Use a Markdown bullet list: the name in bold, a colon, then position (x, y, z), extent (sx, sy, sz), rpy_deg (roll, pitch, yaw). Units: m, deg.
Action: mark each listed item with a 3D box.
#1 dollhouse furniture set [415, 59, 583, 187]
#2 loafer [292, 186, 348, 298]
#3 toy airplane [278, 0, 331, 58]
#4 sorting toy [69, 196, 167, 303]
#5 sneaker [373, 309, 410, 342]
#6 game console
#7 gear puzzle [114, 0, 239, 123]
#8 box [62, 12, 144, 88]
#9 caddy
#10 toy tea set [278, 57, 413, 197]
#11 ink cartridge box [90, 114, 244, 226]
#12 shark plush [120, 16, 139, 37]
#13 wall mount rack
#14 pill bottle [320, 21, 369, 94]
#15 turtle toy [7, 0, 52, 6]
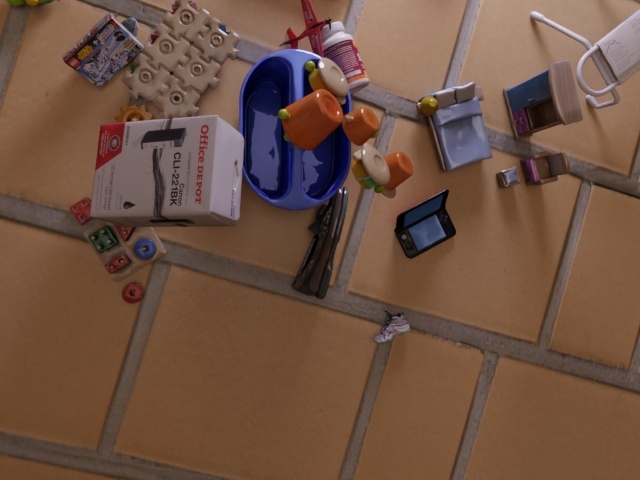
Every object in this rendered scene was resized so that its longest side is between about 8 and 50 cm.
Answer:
- **dollhouse furniture set**: position (0.410, -0.243, 1.156), extent (0.303, 0.198, 0.286), rpy_deg (-16, 94, -8)
- **loafer**: position (0.000, 0.000, 1.149), extent (0.084, 0.096, 0.267), rpy_deg (12, 91, -4)
- **toy airplane**: position (-0.032, -0.468, 1.124), extent (0.028, 0.151, 0.151), rpy_deg (-20, 96, -51)
- **sorting toy**: position (-0.439, -0.002, 1.096), extent (0.132, 0.046, 0.274), rpy_deg (-31, 96, -8)
- **sneaker**: position (0.165, 0.205, 1.210), extent (0.098, 0.038, 0.069), rpy_deg (-22, 93, -18)
- **game console**: position (0.259, -0.037, 1.192), extent (0.144, 0.085, 0.124), rpy_deg (-27, 95, -7)
- **gear puzzle**: position (-0.333, -0.361, 1.111), extent (0.175, 0.044, 0.339), rpy_deg (34, 89, -10)
- **box**: position (-0.457, -0.398, 1.046), extent (0.137, 0.094, 0.027), rpy_deg (-38, 61, 7)
- **caddy**: position (-0.057, -0.236, 1.088), extent (0.241, 0.179, 0.341), rpy_deg (0, 92, -9)
- **toy tea set**: position (0.049, -0.194, 1.014), extent (0.124, 0.200, 0.336), rpy_deg (-27, 117, 36)
- **ink cartridge box**: position (-0.305, -0.133, 0.997), extent (0.273, 0.114, 0.197), rpy_deg (0, 81, 16)
- **shark plush**: position (-0.467, -0.432, 1.069), extent (0.161, 0.067, 0.073), rpy_deg (-21, 95, -8)
- **wall mount rack**: position (0.716, -0.518, 1.242), extent (0.350, 0.130, 0.304), rpy_deg (-38, 101, -7)
- **pill bottle**: position (0.049, -0.418, 1.147), extent (0.086, 0.086, 0.152), rpy_deg (-23, 96, -8)
- **turtle toy**: position (-0.605, -0.535, 1.044), extent (0.130, 0.066, 0.095), rpy_deg (-21, 95, -8)
